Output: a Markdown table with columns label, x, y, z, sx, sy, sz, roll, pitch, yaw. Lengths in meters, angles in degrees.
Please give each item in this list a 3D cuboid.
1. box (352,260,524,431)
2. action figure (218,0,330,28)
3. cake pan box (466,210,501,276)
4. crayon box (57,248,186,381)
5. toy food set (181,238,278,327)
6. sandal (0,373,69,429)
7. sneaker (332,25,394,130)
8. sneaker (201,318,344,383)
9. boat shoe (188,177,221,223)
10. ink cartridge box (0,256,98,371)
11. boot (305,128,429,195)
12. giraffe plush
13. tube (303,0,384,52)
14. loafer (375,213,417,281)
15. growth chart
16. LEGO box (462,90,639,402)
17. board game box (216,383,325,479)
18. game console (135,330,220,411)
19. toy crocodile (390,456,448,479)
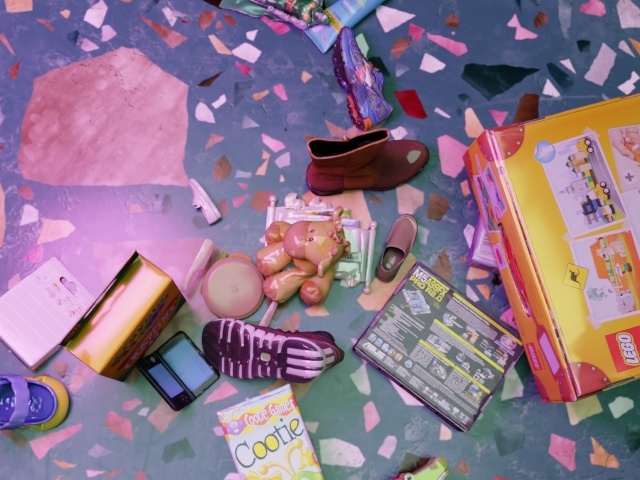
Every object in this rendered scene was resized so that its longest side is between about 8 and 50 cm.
| label | x | y | z | sx | sy | sz | roll | pitch | yaw |
| --- | --- | --- | --- | --- | --- | --- | --- | --- | --- |
| box | 0.231 | 0.205 | 1.692 | 0.270 | 0.060 | 0.216 | 36 | 78 | 4 |
| action figure | -0.082 | -0.504 | 1.819 | 0.232 | 0.063 | 0.137 | 26 | 90 | 7 |
| cake pan box | 0.441 | -0.037 | 1.751 | 0.245 | 0.070 | 0.267 | 14 | 78 | 2 |
| crayon box | -0.340 | 0.141 | 1.541 | 0.081 | 0.318 | 0.202 | 36 | 79 | 5 |
| toy food set | -0.167 | 0.090 | 1.710 | 0.192 | 0.038 | 0.132 | 29 | 83 | -8 |
| sandal | -0.631 | 0.292 | 1.589 | 0.317 | 0.138 | 0.126 | -4 | 80 | -2 |
| sneaker | 0.085 | -0.336 | 1.796 | 0.087 | 0.083 | 0.221 | -16 | 86 | -17 |
| sneaker | -0.080 | 0.208 | 1.659 | 0.281 | 0.162 | 0.107 | 10 | 97 | 33 |
| boat shoe | -0.238 | -0.077 | 1.739 | 0.035 | 0.035 | 0.100 | -35 | 89 | -12 |
| ink cartridge box | -0.537 | 0.139 | 1.684 | 0.145 | 0.045 | 0.179 | 44 | 61 | 7 |
| boot | 0.098 | -0.172 | 1.650 | 0.264 | 0.280 | 0.096 | -7 | 79 | -4 |
| giraffe plush | -0.013 | 0.020 | 1.634 | 0.210 | 0.170 | 0.182 | -12 | 77 | -9 |
| tube | 0.062 | -0.484 | 1.837 | 0.207 | 0.052 | 0.080 | -38 | 73 | -3 |
| loafer | 0.156 | 0.013 | 1.732 | 0.056 | 0.050 | 0.148 | 21 | 78 | 1 |
| growth chart | 0.000 | 0.000 | 1.742 | 0.237 | 0.021 | 0.172 | 12 | 77 | -1 |
| LEGO box | 0.527 | 0.007 | 1.615 | 0.372 | 0.193 | 0.501 | -15 | 80 | -7 |
| board game box | -0.074 | 0.417 | 1.587 | 0.142 | 0.144 | 0.275 | -20 | 81 | -8 |
| game console | -0.269 | 0.245 | 1.653 | 0.071 | 0.107 | 0.122 | -45 | 82 | 18 |
| toy crocodile | 0.107 | 0.520 | 1.590 | 0.105 | 0.115 | 0.340 | 43 | 79 | 7 |
